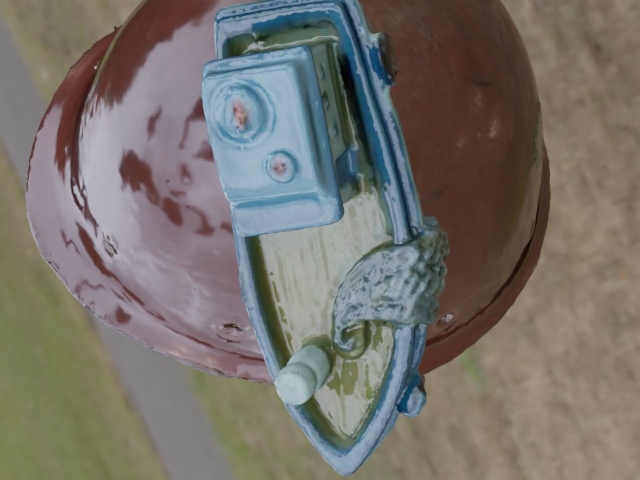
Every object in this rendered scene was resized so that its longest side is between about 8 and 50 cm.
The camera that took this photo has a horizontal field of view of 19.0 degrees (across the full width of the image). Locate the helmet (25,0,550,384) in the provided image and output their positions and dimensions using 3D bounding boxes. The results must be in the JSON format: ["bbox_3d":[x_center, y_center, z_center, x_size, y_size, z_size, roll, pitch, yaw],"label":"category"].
[{"bbox_3d":[-0.008,-0.092,1.306,0.230,0.385,0.337,108,162,-64],"label":"helmet"}]

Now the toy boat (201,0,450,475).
[{"bbox_3d":[0.000,0.000,0.937,0.098,0.109,0.237,-40,-59,-64],"label":"toy boat"}]
